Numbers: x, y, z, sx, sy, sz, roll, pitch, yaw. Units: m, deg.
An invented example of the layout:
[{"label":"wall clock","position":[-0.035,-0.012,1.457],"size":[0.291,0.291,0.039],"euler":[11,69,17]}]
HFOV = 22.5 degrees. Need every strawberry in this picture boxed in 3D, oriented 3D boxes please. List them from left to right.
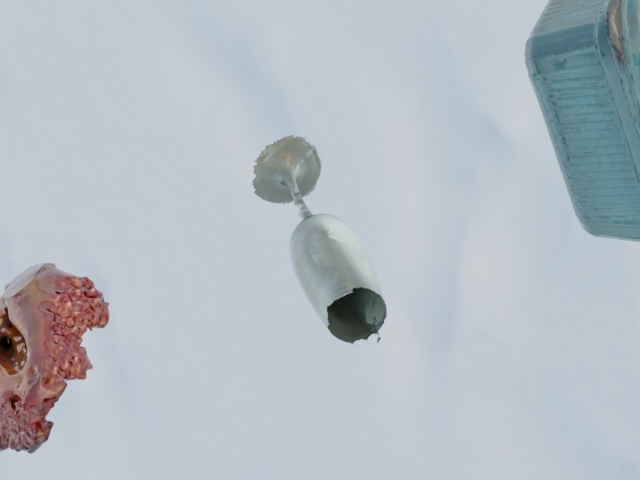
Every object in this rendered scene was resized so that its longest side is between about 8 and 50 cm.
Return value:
[{"label":"strawberry","position":[-0.156,0.059,0.838],"size":[0.104,0.048,0.152],"euler":[-52,16,-2]}]

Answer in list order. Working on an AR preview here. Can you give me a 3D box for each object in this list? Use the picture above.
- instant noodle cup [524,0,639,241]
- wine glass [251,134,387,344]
[{"label":"instant noodle cup","position":[0.161,-0.082,0.797],"size":[0.070,0.157,0.179],"euler":[-5,32,29]},{"label":"wine glass","position":[0.000,0.000,1.353],"size":[0.074,0.074,0.262],"euler":[-57,28,19]}]
